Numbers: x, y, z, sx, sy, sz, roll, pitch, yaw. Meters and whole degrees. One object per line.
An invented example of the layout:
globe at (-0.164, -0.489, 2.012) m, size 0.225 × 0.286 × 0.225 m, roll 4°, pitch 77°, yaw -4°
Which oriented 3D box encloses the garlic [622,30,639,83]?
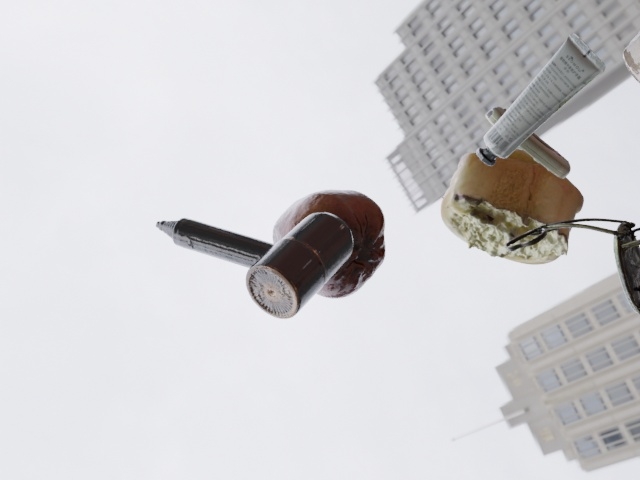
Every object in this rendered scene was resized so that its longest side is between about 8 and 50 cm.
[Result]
garlic at (0.404, -0.226, 0.894) m, size 0.087 × 0.195 × 0.101 m, roll 38°, pitch -131°, yaw -6°

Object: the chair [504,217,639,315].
chair at (0.466, 0.032, 1.233) m, size 0.160 × 0.326 × 0.170 m, roll -26°, pitch -80°, yaw -56°

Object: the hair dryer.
hair dryer at (-0.133, 0.001, 1.405) m, size 0.352 × 0.107 × 0.189 m, roll 18°, pitch -140°, yaw 28°

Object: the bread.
bread at (0.447, -0.080, 1.952) m, size 0.316 × 0.211 × 0.270 m, roll 20°, pitch -128°, yaw 6°

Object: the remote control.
remote control at (0.446, -0.211, 1.764) m, size 0.221 × 0.042 × 0.078 m, roll 38°, pitch -156°, yaw -8°

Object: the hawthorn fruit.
hawthorn fruit at (0.000, 0.000, 1.666) m, size 0.224 × 0.261 × 0.224 m, roll -9°, pitch -77°, yaw -42°

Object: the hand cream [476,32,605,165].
hand cream at (0.276, -0.172, 1.060) m, size 0.042 × 0.194 × 0.067 m, roll 4°, pitch -132°, yaw -46°
